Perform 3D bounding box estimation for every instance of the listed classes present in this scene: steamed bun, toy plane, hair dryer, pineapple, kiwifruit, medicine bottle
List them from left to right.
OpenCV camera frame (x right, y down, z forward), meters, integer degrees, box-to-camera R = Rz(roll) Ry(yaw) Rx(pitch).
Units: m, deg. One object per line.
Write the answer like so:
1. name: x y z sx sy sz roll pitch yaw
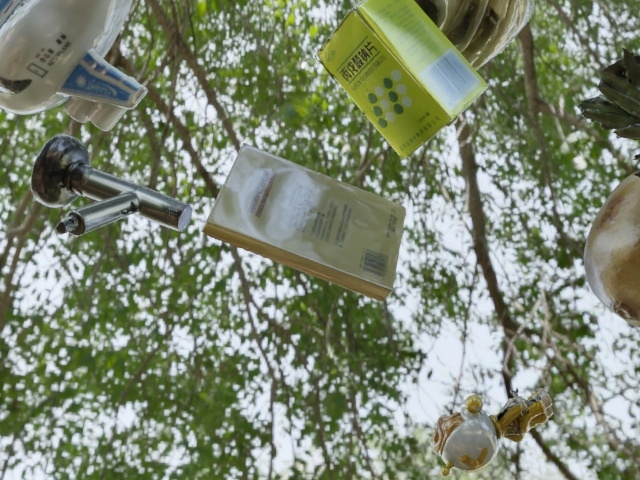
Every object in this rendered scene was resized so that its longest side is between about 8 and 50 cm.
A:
1. toy plane: -0.297 -0.252 0.836 0.266 0.122 0.267 4 -75 15
2. hair dryer: -0.445 -0.103 1.404 0.320 0.156 0.284 21 4 21
3. medicine bottle: 0.135 -0.286 1.223 0.250 0.141 0.137 49 -35 -2
4. steamed bun: 0.203 -0.460 1.389 0.393 0.237 0.347 19 -55 10
5. kiwifruit: 0.459 0.013 0.983 0.196 0.234 0.196 35 -26 20
6. pineapple: 0.370 -0.069 0.690 0.119 0.277 0.130 -14 -36 -17

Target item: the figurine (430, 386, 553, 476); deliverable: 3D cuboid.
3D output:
1. figurine: 0.196 0.218 0.833 0.143 0.068 0.101 -5 -53 -20

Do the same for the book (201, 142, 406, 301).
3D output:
1. book: -0.012 -0.026 0.893 0.230 0.161 0.026 22 -46 -5
